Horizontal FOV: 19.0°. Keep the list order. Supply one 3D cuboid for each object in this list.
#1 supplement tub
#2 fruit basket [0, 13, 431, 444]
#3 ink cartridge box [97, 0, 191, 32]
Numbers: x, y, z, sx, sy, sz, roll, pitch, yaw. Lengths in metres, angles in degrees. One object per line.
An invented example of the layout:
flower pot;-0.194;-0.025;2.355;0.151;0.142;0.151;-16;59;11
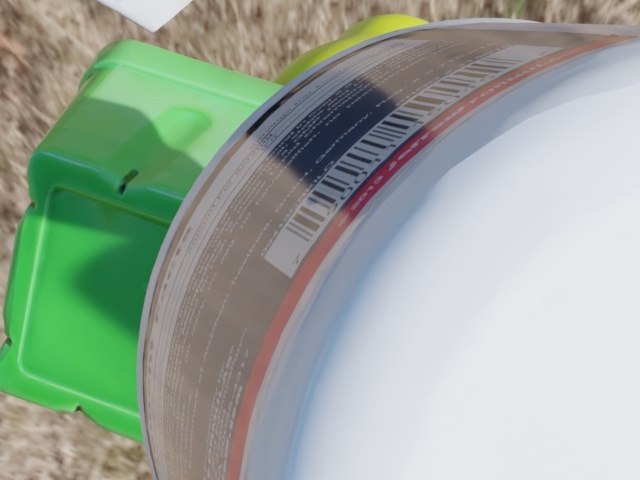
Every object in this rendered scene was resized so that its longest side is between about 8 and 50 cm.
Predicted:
supplement tub;0.057;0.042;0.464;0.191;0.272;0.191;-1;97;-11
fruit basket;0.000;0.000;1.303;0.392;0.392;0.283;14;109;4
ink cartridge box;-0.099;-0.147;0.635;0.063;0.150;0.109;-42;57;14
